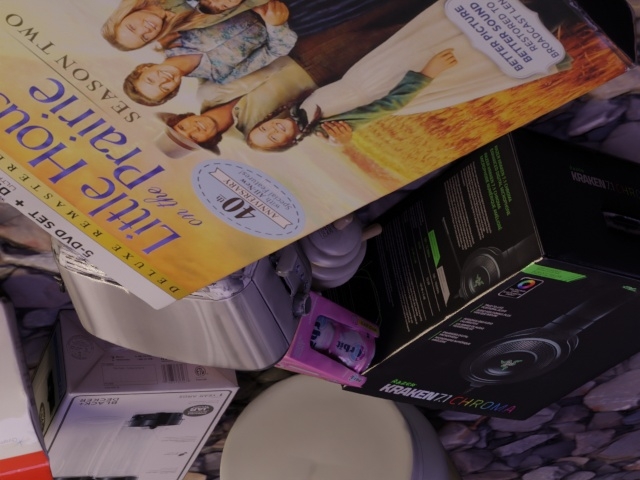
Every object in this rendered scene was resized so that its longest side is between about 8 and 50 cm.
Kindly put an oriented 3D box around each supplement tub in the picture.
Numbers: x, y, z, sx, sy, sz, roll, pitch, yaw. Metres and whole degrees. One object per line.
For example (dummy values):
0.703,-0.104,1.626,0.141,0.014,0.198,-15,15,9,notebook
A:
0.035,0.284,2.067,0.235,0.235,0.325,-16,152,8,supplement tub

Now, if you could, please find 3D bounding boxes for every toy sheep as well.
0.000,0.000,1.685,0.091,0.091,0.132,0,155,-21,toy sheep

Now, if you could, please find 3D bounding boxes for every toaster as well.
-0.122,0.012,1.589,0.227,0.129,0.146,12,152,16,toaster

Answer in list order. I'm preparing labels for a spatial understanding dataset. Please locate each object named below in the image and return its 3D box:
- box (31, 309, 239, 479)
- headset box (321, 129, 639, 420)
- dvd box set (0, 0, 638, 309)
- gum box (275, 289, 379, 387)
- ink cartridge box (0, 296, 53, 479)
-0.200,0.171,1.924,0.169,0.087,0.290,-1,150,-20,box
0.184,0.034,1.767,0.246,0.131,0.283,14,143,-40,headset box
-0.055,-0.127,1.274,0.420,0.062,0.307,-26,131,30,dvd box set
-0.049,0.072,1.726,0.188,0.062,0.107,11,170,39,gum box
-0.339,0.182,1.748,0.189,0.232,0.066,-13,176,3,ink cartridge box
